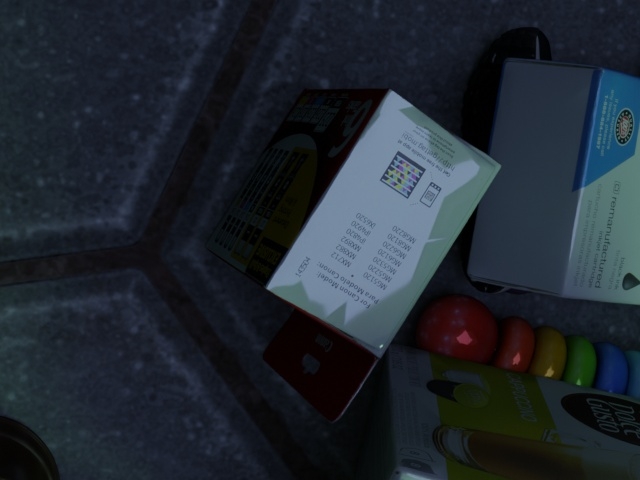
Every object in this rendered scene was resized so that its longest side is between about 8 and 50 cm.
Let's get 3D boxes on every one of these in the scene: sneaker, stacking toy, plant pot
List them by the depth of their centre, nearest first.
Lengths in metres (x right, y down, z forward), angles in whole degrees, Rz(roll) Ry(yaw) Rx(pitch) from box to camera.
[{"bbox_3d":[-0.330,0.265,1.338,0.167,0.165,0.166,-1,95,-14],"label":"plant pot"},{"bbox_3d":[0.226,-0.084,1.493,0.124,0.107,0.283,2,96,-34],"label":"sneaker"},{"bbox_3d":[0.257,0.144,1.501,0.330,0.141,0.141,25,89,-10],"label":"stacking toy"}]

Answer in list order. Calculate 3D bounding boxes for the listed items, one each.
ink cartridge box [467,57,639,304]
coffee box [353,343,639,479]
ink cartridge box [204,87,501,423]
[{"bbox_3d":[0.312,-0.049,1.420,0.307,0.129,0.223,6,93,-43],"label":"ink cartridge box"},{"bbox_3d":[0.188,0.335,1.323,0.335,0.337,0.338,13,105,-1],"label":"coffee box"},{"bbox_3d":[0.000,0.000,1.318,0.130,0.309,0.271,33,87,-15],"label":"ink cartridge box"}]
